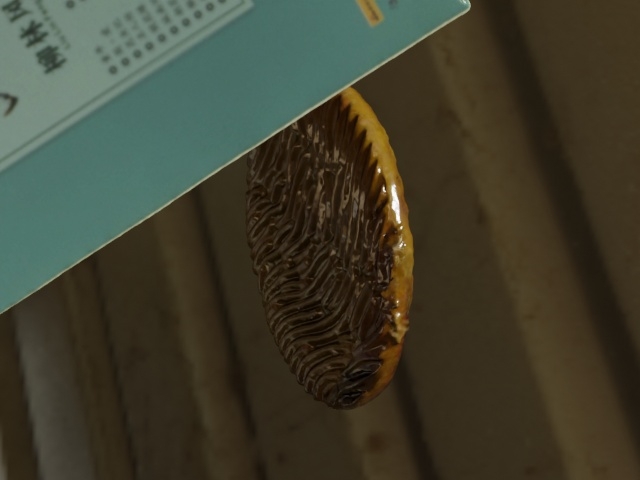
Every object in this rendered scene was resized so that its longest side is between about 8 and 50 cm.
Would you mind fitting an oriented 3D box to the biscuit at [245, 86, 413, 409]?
[{"bbox_3d":[0.000,0.000,1.603,0.318,0.040,0.317,173,-90,-65],"label":"biscuit"}]

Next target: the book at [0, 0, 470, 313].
[{"bbox_3d":[-0.138,-0.129,0.899,0.264,0.379,0.031,59,-5,-20],"label":"book"}]
